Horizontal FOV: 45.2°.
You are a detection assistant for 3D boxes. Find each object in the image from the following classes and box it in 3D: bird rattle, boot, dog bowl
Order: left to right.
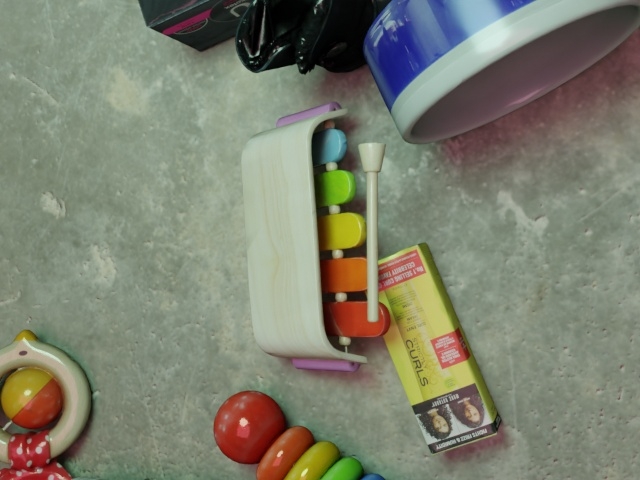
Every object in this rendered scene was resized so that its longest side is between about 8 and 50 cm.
[{"bbox_3d":[-0.403,0.240,1.027,0.253,0.143,0.207,42,85,8],"label":"bird rattle"},{"bbox_3d":[0.049,-0.250,0.813,0.246,0.207,0.094,-25,89,30],"label":"boot"},{"bbox_3d":[0.180,-0.205,0.774,0.265,0.265,0.104,-27,82,15],"label":"dog bowl"}]

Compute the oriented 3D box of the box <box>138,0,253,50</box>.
[{"bbox_3d":[-0.149,-0.393,0.923,0.165,0.143,0.270,-20,87,16],"label":"box"}]

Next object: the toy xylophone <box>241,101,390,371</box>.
[{"bbox_3d":[0.000,0.000,0.882,0.236,0.081,0.323,4,94,45],"label":"toy xylophone"}]

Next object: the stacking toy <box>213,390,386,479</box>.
[{"bbox_3d":[0.006,0.301,0.919,0.330,0.141,0.141,36,100,19],"label":"stacking toy"}]

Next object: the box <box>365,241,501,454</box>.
[{"bbox_3d":[0.128,0.124,0.904,0.087,0.058,0.232,-22,85,16],"label":"box"}]

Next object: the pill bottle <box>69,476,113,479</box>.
[{"bbox_3d":[-0.194,0.390,0.949,0.283,0.161,0.161,2,92,16],"label":"pill bottle"}]
